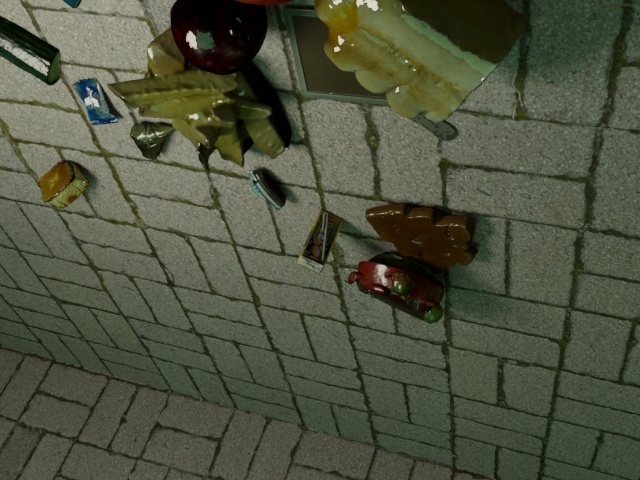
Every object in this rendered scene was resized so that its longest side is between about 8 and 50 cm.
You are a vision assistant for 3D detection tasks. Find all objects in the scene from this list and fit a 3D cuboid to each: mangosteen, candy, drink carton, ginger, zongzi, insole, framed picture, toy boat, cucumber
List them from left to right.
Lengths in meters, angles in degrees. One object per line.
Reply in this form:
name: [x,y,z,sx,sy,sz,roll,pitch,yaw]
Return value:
cucumber: [-0.770,-0.482,1.940,0.244,0.063,0.115,31,146,-9]
candy: [-0.592,-0.360,2.025,0.088,0.038,0.136,0,132,26]
zongzi: [-0.421,-0.251,2.067,0.131,0.062,0.154,-1,148,14]
ginger: [-0.291,-0.283,1.802,0.359,0.211,0.413,-12,134,44]
mangosteen: [-0.207,-0.433,1.551,0.210,0.209,0.209,16,146,11]
toy boat: [-0.150,-0.135,2.054,0.066,0.059,0.140,-22,126,26]
drink carton: [0.000,0.000,2.060,0.071,0.165,0.056,25,146,-5]
framed picture: [0.079,-0.379,1.608,0.296,0.019,0.232,10,142,19]
insole: [0.215,-0.276,1.686,0.193,0.006,0.065,32,145,-15]

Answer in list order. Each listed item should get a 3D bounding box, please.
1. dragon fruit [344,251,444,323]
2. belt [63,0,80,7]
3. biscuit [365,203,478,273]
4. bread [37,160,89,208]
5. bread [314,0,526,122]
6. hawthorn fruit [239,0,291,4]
dragon fruit: [0.219,0.126,2.105,0.295,0.130,0.268,23,168,31]
belt: [-0.375,-0.593,1.325,0.173,0.300,0.437,38,141,-24]
biscuit: [0.258,-0.021,1.985,0.302,0.043,0.278,25,150,-5]
bread: [-0.772,-0.171,2.321,0.128,0.140,0.069,53,-173,35]
bread: [0.159,-0.390,1.373,0.341,0.210,0.300,31,157,-3]
hawthorn fruit: [-0.085,-0.516,1.293,0.300,0.254,0.254,23,150,29]
